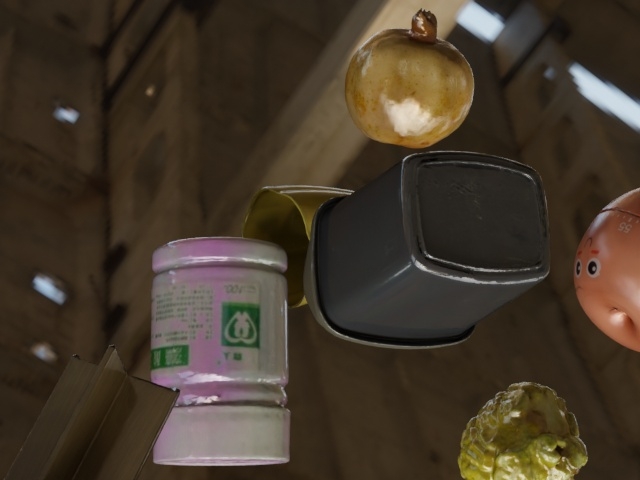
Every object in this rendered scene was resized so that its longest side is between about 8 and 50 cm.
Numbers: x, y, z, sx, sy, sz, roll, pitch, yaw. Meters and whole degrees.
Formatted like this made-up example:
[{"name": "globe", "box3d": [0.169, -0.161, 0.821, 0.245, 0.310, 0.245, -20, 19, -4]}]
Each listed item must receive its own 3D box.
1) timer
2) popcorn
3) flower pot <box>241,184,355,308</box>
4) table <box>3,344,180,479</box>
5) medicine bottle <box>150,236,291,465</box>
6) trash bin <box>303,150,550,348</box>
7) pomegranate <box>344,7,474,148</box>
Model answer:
[{"name": "timer", "box3d": [0.481, 0.042, 2.098, 0.230, 0.215, 0.229, 31, 161, 12]}, {"name": "popcorn", "box3d": [0.351, 0.365, 2.522, 0.203, 0.200, 0.226, 39, -140, -16]}, {"name": "flower pot", "box3d": [0.000, 0.000, 2.332, 0.179, 0.195, 0.195, -10, -130, -36]}, {"name": "table", "box3d": [-0.256, 0.234, 1.560, 0.167, 0.167, 0.226, 32, -118, -11]}, {"name": "medicine bottle", "box3d": [-0.150, 0.170, 2.195, 0.212, 0.212, 0.325, 9, -104, -45]}, {"name": "trash bin", "box3d": [0.112, 0.015, 1.628, 0.209, 0.290, 0.182, 6, -109, -21]}, {"name": "pomegranate", "box3d": [0.140, -0.243, 2.342, 0.207, 0.207, 0.207, 29, -154, -16]}]
